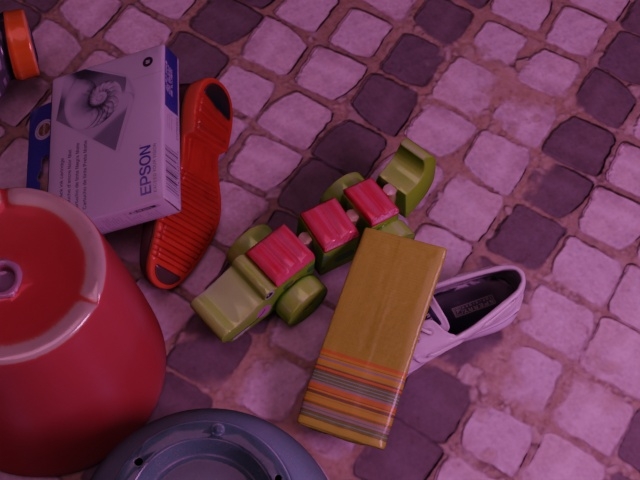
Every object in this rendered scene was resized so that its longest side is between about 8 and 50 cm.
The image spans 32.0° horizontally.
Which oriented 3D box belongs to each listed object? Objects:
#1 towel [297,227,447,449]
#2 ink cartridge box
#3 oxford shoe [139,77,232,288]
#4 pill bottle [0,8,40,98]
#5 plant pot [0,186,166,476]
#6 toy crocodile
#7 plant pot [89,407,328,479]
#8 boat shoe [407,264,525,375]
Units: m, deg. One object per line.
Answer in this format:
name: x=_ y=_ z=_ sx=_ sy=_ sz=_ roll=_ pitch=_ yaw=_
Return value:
towel: x=0.059 y=0.107 z=1.241 sx=0.102 sy=0.021 sz=0.237 roll=16 pitch=77 yaw=16
ink cartridge box: x=-0.273 y=-0.108 z=1.337 sx=0.224 sy=0.045 sz=0.223 roll=-16 pitch=60 yaw=19
oxford shoe: x=-0.181 y=-0.067 z=1.366 sx=0.098 sy=0.097 sz=0.271 roll=-3 pitch=63 yaw=33
pill bottle: x=-0.480 y=-0.223 z=1.392 sx=0.246 sy=0.130 sz=0.130 roll=-13 pitch=64 yaw=-11
plant pot: x=-0.308 y=0.086 z=1.173 sx=0.275 sy=0.243 sz=0.274 roll=1 pitch=62 yaw=-2
toy crocodile: x=0.000 y=0.000 z=1.315 sx=0.341 sy=0.105 sz=0.115 roll=-32 pitch=68 yaw=-18
plant pot: x=-0.112 y=0.290 z=1.102 sx=0.293 sy=0.196 sz=0.293 roll=2 pitch=62 yaw=-3
boat shoe: x=0.119 y=0.091 z=1.284 sx=0.258 sy=0.084 sz=0.095 roll=-27 pitch=67 yaw=-16
